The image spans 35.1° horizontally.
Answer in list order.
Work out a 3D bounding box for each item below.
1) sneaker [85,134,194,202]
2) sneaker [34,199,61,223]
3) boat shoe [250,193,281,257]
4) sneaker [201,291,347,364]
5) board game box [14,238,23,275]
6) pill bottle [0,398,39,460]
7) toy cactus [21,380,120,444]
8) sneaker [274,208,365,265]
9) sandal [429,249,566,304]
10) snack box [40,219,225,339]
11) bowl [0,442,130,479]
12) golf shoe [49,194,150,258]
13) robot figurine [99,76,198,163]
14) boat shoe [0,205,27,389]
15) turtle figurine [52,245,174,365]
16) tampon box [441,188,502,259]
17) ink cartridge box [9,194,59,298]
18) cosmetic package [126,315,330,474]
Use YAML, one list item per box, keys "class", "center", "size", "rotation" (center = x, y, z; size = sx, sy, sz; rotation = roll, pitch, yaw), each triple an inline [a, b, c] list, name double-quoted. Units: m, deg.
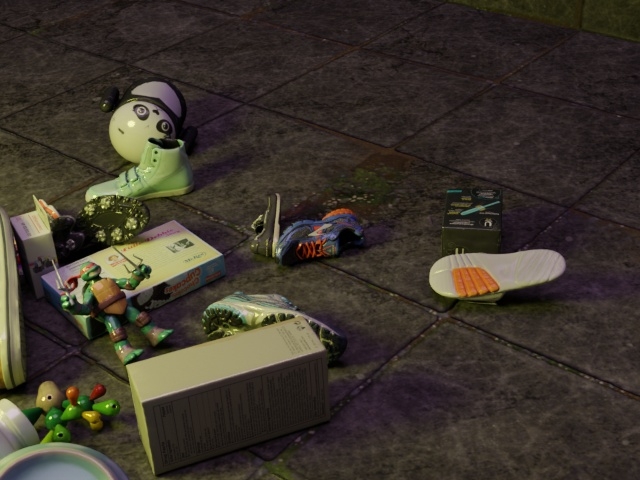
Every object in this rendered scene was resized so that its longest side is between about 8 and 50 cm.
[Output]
- class: "sneaker"
  center: [-0.429, -0.169, 2.358]
  size: [0.256, 0.151, 0.094]
  rotation: [-13, 35, -13]
- class: "sneaker"
  center: [-0.622, -0.048, 2.248]
  size: [0.065, 0.061, 0.158]
  rotation: [-43, 20, -17]
- class: "boat shoe"
  center: [-0.118, -0.037, 2.196]
  size: [0.065, 0.075, 0.206]
  rotation: [0, 37, -1]
- class: "sneaker"
  center: [-0.073, 0.145, 1.872]
  size: [0.283, 0.110, 0.122]
  rotation: [12, 32, 22]
- class: "board game box"
  center: [-0.647, 0.017, 2.191]
  size: [0.133, 0.033, 0.169]
  rotation: [-10, 33, -10]
- class: "pill bottle"
  center: [-0.552, 0.354, 1.509]
  size: [0.146, 0.146, 0.264]
  rotation: [24, 50, 36]
- class: "toy cactus"
  center: [-0.455, 0.285, 1.701]
  size: [0.219, 0.112, 0.180]
  rotation: [-23, 26, -12]
- class: "sneaker"
  center: [0.000, 0.000, 2.124]
  size: [0.221, 0.083, 0.087]
  rotation: [-25, 46, -25]
- class: "sandal"
  center: [0.345, 0.080, 1.965]
  size: [0.265, 0.076, 0.102]
  rotation: [-5, 52, 19]
- class: "snack box"
  center: [-0.377, 0.072, 2.054]
  size: [0.322, 0.060, 0.187]
  rotation: [-26, 40, -31]
- class: "bowl"
  center: [-0.360, 0.396, 1.359]
  size: [0.311, 0.163, 0.311]
  rotation: [7, 44, -7]
- class: "golf shoe"
  center: [-0.460, -0.042, 2.144]
  size: [0.273, 0.105, 0.120]
  rotation: [-14, 7, 28]
- class: "robot figurine"
  center: [-0.432, -0.309, 2.559]
  size: [0.209, 0.174, 0.278]
  rotation: [-7, 31, 9]
- class: "boat shoe"
  center: [-0.651, 0.094, 1.930]
  size: [0.156, 0.187, 0.500]
  rotation: [-8, 39, -13]
- class: "turtle figurine"
  center: [-0.384, 0.108, 1.869]
  size: [0.175, 0.234, 0.118]
  rotation: [-36, -1, -21]
- class: "tampon box"
  center: [0.317, -0.025, 2.111]
  size: [0.120, 0.101, 0.161]
  rotation: [3, 33, 10]
- class: "ink cartridge box"
  center: [-0.579, 0.012, 2.052]
  size: [0.061, 0.181, 0.104]
  rotation: [-19, 35, -23]
- class: "cosmetic package"
  center: [-0.146, 0.251, 1.660]
  size: [0.309, 0.160, 0.113]
  rotation: [-13, 32, -17]
